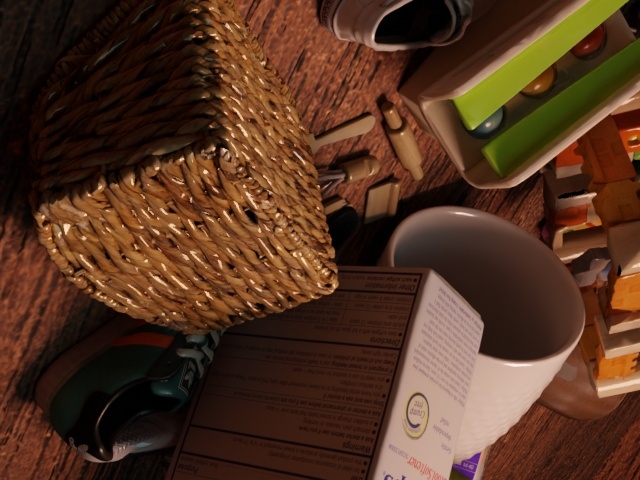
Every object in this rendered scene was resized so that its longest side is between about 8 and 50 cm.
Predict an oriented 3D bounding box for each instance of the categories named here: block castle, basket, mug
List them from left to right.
[{"bbox_3d":[-0.135,-0.070,0.893,0.213,0.223,0.299,-18,150,13],"label":"basket"},{"bbox_3d":[0.128,0.168,1.313,0.374,0.276,0.328,-9,140,-31],"label":"mug"},{"bbox_3d":[0.434,-0.010,1.246,0.213,0.303,0.453,-13,148,4],"label":"block castle"}]

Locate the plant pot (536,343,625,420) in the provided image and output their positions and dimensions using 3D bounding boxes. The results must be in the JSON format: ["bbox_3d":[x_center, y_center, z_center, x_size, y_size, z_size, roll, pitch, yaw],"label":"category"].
[{"bbox_3d":[0.439,0.224,1.826,0.230,0.215,0.215,17,110,-40],"label":"plant pot"}]

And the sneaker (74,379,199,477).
[{"bbox_3d":[-0.183,0.242,1.147,0.269,0.101,0.153,-14,131,-47],"label":"sneaker"}]

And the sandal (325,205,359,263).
[{"bbox_3d":[0.000,0.000,1.157,0.067,0.040,0.179,-24,164,-20],"label":"sandal"}]

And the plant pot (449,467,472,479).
[{"bbox_3d":[0.111,0.433,1.236,0.353,0.366,0.366,23,106,-42],"label":"plant pot"}]

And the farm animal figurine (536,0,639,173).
[{"bbox_3d":[0.449,-0.214,1.380,0.327,0.172,0.330,-42,147,-13],"label":"farm animal figurine"}]

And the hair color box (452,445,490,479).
[{"bbox_3d":[0.241,0.292,1.585,0.185,0.110,0.339,86,23,-48],"label":"hair color box"}]

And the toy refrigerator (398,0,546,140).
[{"bbox_3d":[0.228,-0.235,1.163,0.269,0.094,0.102,-48,148,-2],"label":"toy refrigerator"}]

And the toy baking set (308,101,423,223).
[{"bbox_3d":[0.042,-0.074,1.163,0.197,0.030,0.256,-43,148,-11],"label":"toy baking set"}]

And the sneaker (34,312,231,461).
[{"bbox_3d":[-0.155,0.113,1.031,0.302,0.121,0.108,-42,148,-12],"label":"sneaker"}]

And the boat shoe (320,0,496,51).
[{"bbox_3d":[0.118,-0.243,1.028,0.258,0.084,0.095,-23,139,-36],"label":"boat shoe"}]

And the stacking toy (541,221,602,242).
[{"bbox_3d":[0.446,-0.017,1.630,0.175,0.166,0.302,-30,158,-54],"label":"stacking toy"}]

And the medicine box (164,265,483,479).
[{"bbox_3d":[0.007,0.182,1.053,0.149,0.263,0.289,40,60,-46],"label":"medicine box"}]

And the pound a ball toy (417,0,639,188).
[{"bbox_3d":[0.247,-0.231,1.046,0.319,0.136,0.208,-38,103,-12],"label":"pound a ball toy"}]
